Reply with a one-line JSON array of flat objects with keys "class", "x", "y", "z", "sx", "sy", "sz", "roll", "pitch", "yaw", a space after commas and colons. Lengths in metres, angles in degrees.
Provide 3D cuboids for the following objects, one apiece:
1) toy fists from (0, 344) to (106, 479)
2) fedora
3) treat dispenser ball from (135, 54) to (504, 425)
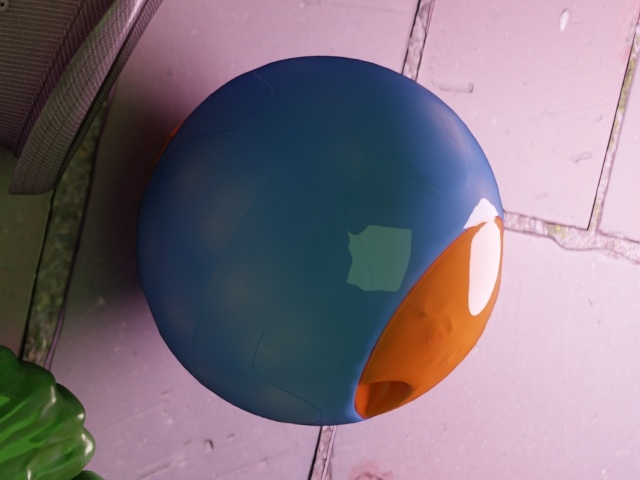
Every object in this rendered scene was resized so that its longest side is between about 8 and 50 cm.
[{"class": "toy fists", "x": -0.229, "y": 0.204, "z": 0.903, "sx": 0.142, "sy": 0.096, "sz": 0.279, "roll": -30, "pitch": 120, "yaw": -19}, {"class": "fedora", "x": -0.178, "y": -0.171, "z": 0.800, "sx": 0.124, "sy": 0.244, "sz": 0.275, "roll": 30, "pitch": 90, "yaw": -10}, {"class": "treat dispenser ball", "x": 0.000, "y": 0.000, "z": 0.911, "sx": 0.288, "sy": 0.288, "sz": 0.288, "roll": -11, "pitch": 107, "yaw": -37}]
